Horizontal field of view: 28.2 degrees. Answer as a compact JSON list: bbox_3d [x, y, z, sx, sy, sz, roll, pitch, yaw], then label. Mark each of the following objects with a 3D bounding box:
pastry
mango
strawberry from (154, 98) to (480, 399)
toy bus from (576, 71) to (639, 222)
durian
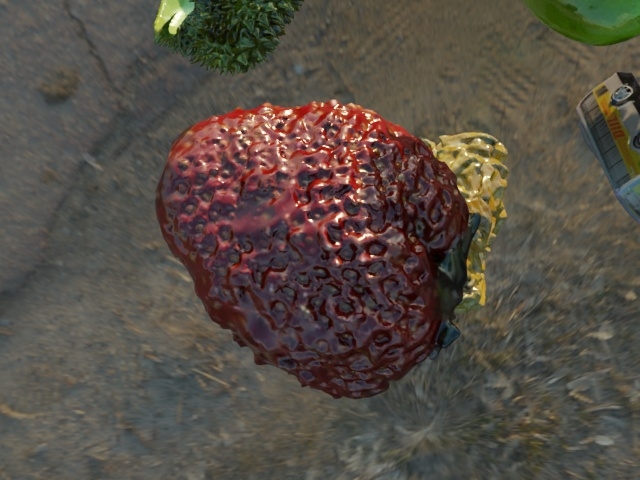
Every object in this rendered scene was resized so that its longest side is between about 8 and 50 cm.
[{"bbox_3d":[0.141,-0.026,1.516,0.154,0.102,0.250,2,62,23],"label":"pastry"},{"bbox_3d":[0.227,-0.230,1.093,0.117,0.089,0.163,-19,42,8],"label":"mango"},{"bbox_3d":[-0.003,0.002,1.185,0.261,0.257,0.261,-21,55,34],"label":"strawberry"},{"bbox_3d":[0.292,-0.090,1.199,0.072,0.172,0.057,-34,122,18],"label":"toy bus"},{"bbox_3d":[-0.112,-0.330,1.694,0.176,0.200,0.237,35,94,0],"label":"durian"}]
